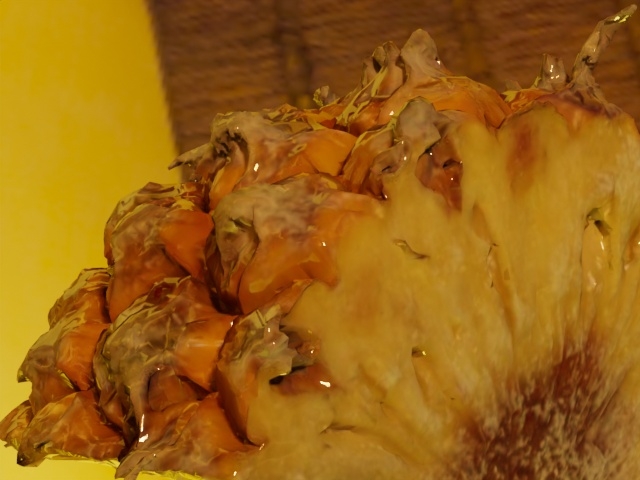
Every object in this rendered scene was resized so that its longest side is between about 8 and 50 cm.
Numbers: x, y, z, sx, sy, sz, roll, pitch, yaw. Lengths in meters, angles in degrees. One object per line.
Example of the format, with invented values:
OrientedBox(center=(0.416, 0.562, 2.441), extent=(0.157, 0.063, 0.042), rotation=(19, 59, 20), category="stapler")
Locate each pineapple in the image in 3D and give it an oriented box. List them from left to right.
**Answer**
OrientedBox(center=(-0.003, 0.000, 0.706), extent=(0.286, 0.344, 0.209), rotation=(10, -93, 43), category="pineapple")
